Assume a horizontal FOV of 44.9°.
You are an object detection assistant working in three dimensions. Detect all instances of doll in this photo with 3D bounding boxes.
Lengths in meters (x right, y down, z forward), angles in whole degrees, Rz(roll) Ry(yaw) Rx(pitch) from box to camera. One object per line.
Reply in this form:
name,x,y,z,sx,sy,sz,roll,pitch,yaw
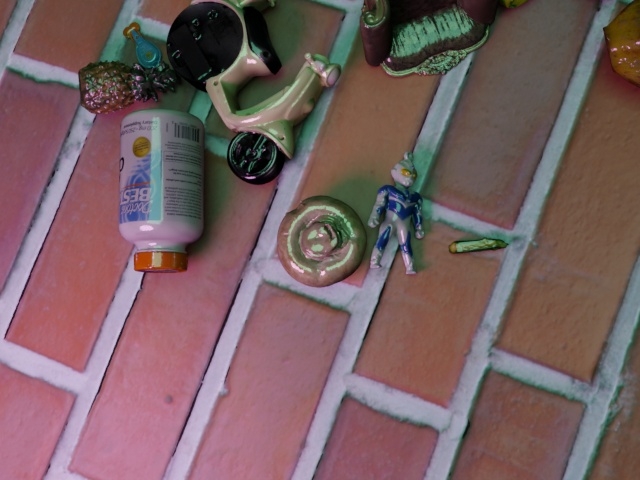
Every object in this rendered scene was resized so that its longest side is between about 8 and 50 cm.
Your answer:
doll,0.142,-0.056,1.411,0.114,0.057,0.227,10,78,-19

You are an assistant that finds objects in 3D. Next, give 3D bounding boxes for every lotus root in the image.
lotus root,0.638,-0.345,1.338,0.290,0.193,0.193,-6,82,5

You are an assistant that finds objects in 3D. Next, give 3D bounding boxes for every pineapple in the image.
pineapple,-0.372,-0.308,1.513,0.197,0.108,0.108,-11,81,-6

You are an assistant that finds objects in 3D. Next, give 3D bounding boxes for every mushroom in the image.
mushroom,0.000,0.000,1.397,0.166,0.127,0.166,-2,76,7

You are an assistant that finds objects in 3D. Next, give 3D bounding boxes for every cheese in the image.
cheese,-0.358,-0.391,1.556,0.047,0.017,0.111,-35,79,-1

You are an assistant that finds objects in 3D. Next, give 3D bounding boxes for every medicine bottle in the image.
medicine bottle,-0.294,-0.086,1.434,0.157,0.157,0.289,-2,82,8

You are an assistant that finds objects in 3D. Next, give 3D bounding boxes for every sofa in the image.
sofa,0.193,-0.415,1.389,0.258,0.200,0.182,-19,78,4

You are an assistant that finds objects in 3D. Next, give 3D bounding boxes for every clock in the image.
clock,-0.124,-0.319,1.465,0.276,0.120,0.379,-35,78,8

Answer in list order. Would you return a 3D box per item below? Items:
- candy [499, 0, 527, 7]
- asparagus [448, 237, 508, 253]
candy,0.323,-0.527,1.440,0.096,0.097,0.209,-37,72,2
asparagus,0.288,0.009,1.406,0.108,0.021,0.025,-5,81,8
